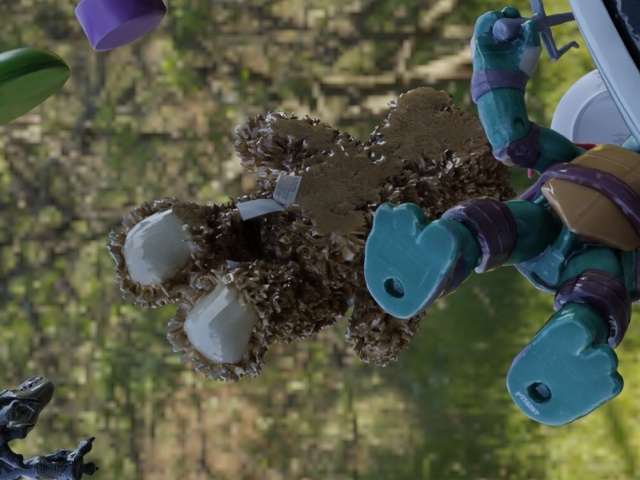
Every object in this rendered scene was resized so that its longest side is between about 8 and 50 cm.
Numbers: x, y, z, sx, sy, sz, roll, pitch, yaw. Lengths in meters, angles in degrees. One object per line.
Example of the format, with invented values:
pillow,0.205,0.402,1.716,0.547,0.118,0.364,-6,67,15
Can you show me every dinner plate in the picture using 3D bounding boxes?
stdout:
dinner plate,0.287,-0.099,1.563,0.017,0.141,0.141,-8,-82,-68

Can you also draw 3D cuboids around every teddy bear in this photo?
teddy bear,0.000,0.000,1.287,0.338,0.245,0.113,-42,-31,-38

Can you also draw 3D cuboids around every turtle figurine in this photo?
turtle figurine,0.126,-0.020,0.716,0.234,0.175,0.118,-40,-38,-44

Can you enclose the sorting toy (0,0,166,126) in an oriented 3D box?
sorting toy,-0.301,-0.143,1.295,0.126,0.366,0.127,61,-165,4

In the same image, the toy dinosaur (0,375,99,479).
toy dinosaur,-0.204,0.118,0.939,0.268,0.118,0.064,3,-92,-68

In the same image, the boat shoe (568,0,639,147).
boat shoe,0.136,-0.122,0.613,0.114,0.091,0.302,49,-157,-43
